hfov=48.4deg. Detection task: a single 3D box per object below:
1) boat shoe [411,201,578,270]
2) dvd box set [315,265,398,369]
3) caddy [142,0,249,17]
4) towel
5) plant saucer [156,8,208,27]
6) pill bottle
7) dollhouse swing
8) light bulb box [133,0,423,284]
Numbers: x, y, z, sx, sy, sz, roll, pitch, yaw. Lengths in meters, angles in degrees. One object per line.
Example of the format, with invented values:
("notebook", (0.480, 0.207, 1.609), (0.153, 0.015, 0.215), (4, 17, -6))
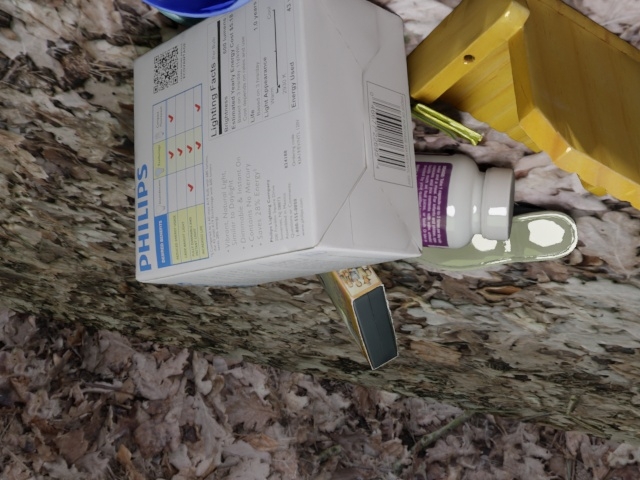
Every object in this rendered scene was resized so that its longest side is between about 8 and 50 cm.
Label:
("boat shoe", (0.315, -0.019, 1.370), (0.339, 0.127, 0.113), (-6, -170, 22))
("dvd box set", (0.000, 0.000, 1.282), (0.062, 0.420, 0.308), (-29, 148, -6))
("caddy", (-0.190, -0.393, 0.759), (0.341, 0.179, 0.241), (28, 137, -13))
("towel", (0.178, -0.175, 1.062), (0.102, 0.021, 0.237), (26, -169, -1))
("plant saucer", (-0.153, -0.384, 0.969), (0.317, 0.044, 0.318), (11, 152, 6))
("pill bottle", (0.184, -0.071, 1.261), (0.301, 0.169, 0.169), (5, 152, 19))
("dollhouse swing", (0.308, -0.127, 0.949), (0.346, 0.305, 0.315), (23, 151, -19))
("light bulb box", (-0.075, -0.127, 1.022), (0.361, 0.358, 0.225), (-11, 168, 41))
